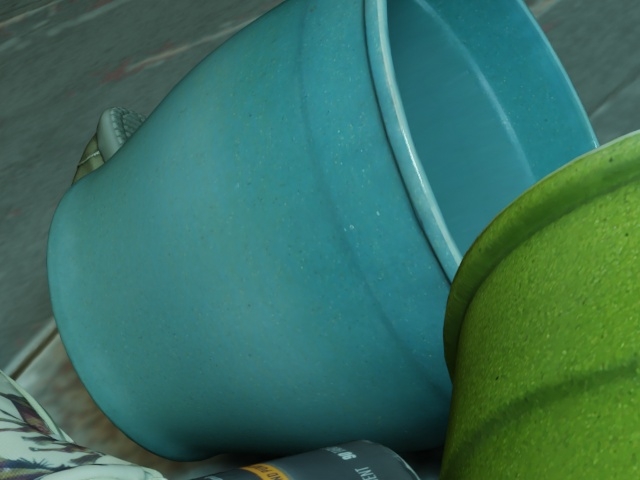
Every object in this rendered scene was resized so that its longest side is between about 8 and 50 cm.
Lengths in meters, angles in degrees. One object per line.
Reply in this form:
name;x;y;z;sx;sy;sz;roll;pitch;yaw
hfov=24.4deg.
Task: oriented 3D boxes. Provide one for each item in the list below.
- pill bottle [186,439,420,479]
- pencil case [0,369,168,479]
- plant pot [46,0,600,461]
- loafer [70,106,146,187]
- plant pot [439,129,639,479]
pill bottle;-0.069;0.176;0.658;0.246;0.130;0.130;-10;30;-27
pencil case;-0.233;0.123;0.863;0.183;0.160;0.410;-52;42;-9
plant pot;0.000;0.000;0.812;0.255;0.271;0.271;-22;35;27
loafer;-0.124;0.011;1.013;0.087;0.094;0.251;-51;31;25
plant pot;0.181;0.203;0.417;0.367;0.366;0.353;-2;54;27
